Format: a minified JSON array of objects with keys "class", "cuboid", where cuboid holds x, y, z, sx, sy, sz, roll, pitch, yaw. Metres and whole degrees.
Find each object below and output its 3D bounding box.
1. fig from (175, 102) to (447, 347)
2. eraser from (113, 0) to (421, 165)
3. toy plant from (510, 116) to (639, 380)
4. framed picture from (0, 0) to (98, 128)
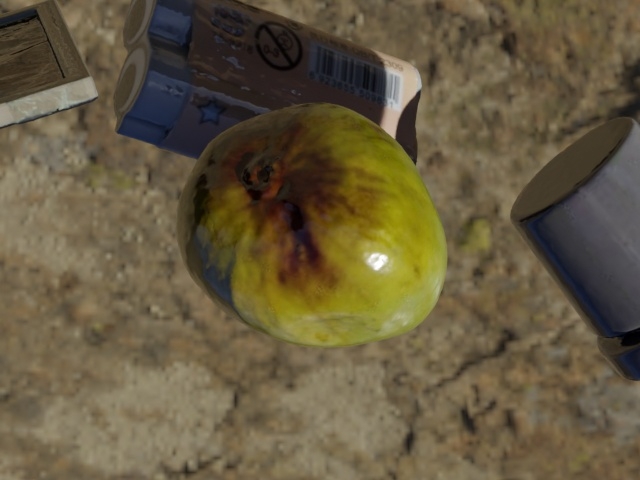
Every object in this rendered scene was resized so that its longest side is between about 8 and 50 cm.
[{"class":"fig","cuboid":[-0.002,-0.006,0.817,0.153,0.136,0.121,40,164,7]},{"class":"eraser","cuboid":[-0.046,-0.145,1.434,0.290,0.171,0.087,16,153,-27]},{"class":"toy plant","cuboid":[0.365,0.074,1.397,0.400,0.185,0.279,46,155,-11]},{"class":"framed picture","cuboid":[-0.243,-0.063,0.759,0.250,0.184,0.016,-19,114,-7]}]
